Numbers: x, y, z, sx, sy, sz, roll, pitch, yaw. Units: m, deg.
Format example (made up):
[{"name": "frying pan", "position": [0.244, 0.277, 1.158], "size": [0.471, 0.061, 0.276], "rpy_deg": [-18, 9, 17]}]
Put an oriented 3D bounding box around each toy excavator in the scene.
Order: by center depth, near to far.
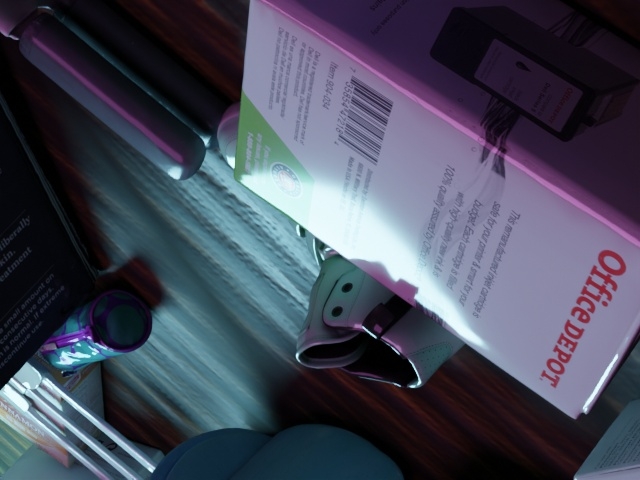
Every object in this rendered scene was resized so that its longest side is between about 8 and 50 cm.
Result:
[{"name": "toy excavator", "position": [0.044, 0.280, 1.389], "size": [0.433, 0.222, 0.445], "rpy_deg": [38, 139, 14]}]

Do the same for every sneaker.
[{"name": "sneaker", "position": [0.000, 0.000, 1.093], "size": [0.256, 0.151, 0.094], "rpy_deg": [29, 150, 26]}]

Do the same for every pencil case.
[{"name": "pencil case", "position": [-0.222, 0.089, 1.573], "size": [0.151, 0.070, 0.064], "rpy_deg": [-23, 88, 57]}]

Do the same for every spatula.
[{"name": "spatula", "position": [-0.267, 0.185, 1.672], "size": [0.242, 0.019, 0.168], "rpy_deg": [41, 149, 0]}]

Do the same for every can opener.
[{"name": "can opener", "position": [-0.182, -0.158, 1.182], "size": [0.280, 0.074, 0.093], "rpy_deg": [42, 151, -1]}]

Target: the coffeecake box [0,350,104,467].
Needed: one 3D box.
[{"name": "coffeecake box", "position": [-0.311, 0.146, 1.761], "size": [0.142, 0.068, 0.185], "rpy_deg": [33, 149, 16]}]

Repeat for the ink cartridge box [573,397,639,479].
[{"name": "ink cartridge box", "position": [0.284, 0.164, 1.034], "size": [0.148, 0.086, 0.203], "rpy_deg": [47, 152, -10]}]

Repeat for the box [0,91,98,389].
[{"name": "box", "position": [-0.523, -0.092, 1.446], "size": [0.480, 0.297, 0.472], "rpy_deg": [22, 147, 33]}]

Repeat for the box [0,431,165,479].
[{"name": "box", "position": [-0.270, 0.314, 1.822], "size": [0.181, 0.182, 0.119], "rpy_deg": [12, 138, 42]}]

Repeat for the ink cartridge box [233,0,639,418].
[{"name": "ink cartridge box", "position": [0.092, -0.048, 0.952], "size": [0.273, 0.115, 0.198], "rpy_deg": [35, 151, 14]}]
